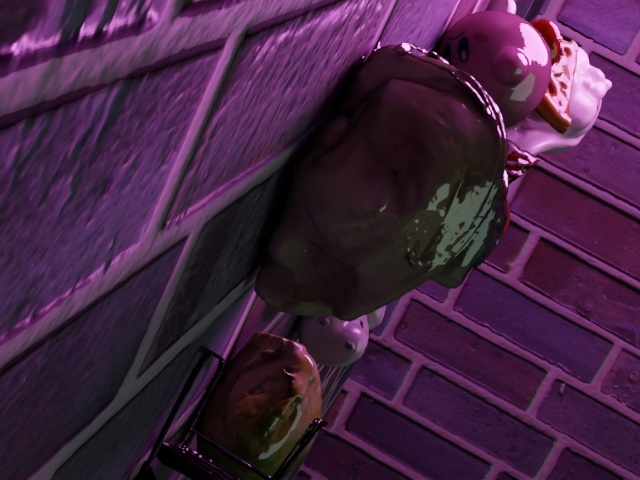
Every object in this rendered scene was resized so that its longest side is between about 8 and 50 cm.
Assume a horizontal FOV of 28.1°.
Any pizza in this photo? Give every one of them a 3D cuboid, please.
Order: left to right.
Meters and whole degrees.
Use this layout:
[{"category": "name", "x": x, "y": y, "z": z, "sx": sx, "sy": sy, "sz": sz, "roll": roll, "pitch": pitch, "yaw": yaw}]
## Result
[{"category": "pizza", "x": 0.348, "y": -0.253, "z": 1.903, "sx": 0.176, "sy": 0.185, "sz": 0.036, "roll": -22, "pitch": 176, "yaw": -40}]

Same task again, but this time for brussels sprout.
[{"category": "brussels sprout", "x": -0.070, "y": 0.202, "z": 1.484, "sx": 0.183, "sy": 0.131, "sz": 0.145, "roll": -58, "pitch": 151, "yaw": -21}]

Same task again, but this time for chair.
[{"category": "chair", "x": -0.110, "y": 0.241, "z": 1.292, "sx": 0.221, "sy": 0.140, "sz": 0.145, "roll": -59, "pitch": 172, "yaw": -7}]

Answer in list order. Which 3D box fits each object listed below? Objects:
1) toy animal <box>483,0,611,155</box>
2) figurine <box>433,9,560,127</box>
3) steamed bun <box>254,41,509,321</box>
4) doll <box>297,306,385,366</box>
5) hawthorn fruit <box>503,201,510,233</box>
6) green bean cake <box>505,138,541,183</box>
[{"category": "toy animal", "x": 0.319, "y": -0.229, "z": 2.011, "sx": 0.174, "sy": 0.289, "sz": 0.249, "roll": -21, "pitch": -140, "yaw": 49}, {"category": "figurine", "x": 0.233, "y": -0.235, "z": 1.774, "sx": 0.173, "sy": 0.173, "sz": 0.173, "roll": -60, "pitch": 173, "yaw": -12}, {"category": "steamed bun", "x": 0.085, "y": -0.038, "z": 1.305, "sx": 0.268, "sy": 0.207, "sz": 0.280, "roll": -56, "pitch": 173, "yaw": -41}, {"category": "doll", "x": 0.037, "y": 0.113, "z": 1.944, "sx": 0.107, "sy": 0.110, "sz": 0.181, "roll": -40, "pitch": -173, "yaw": 45}, {"category": "hawthorn fruit", "x": 0.201, "y": -0.057, "z": 2.129, "sx": 0.211, "sy": 0.211, "sz": 0.299, "roll": -62, "pitch": 164, "yaw": 5}, {"category": "green bean cake", "x": 0.177, "y": -0.074, "z": 1.875, "sx": 0.233, "sy": 0.198, "sz": 0.097, "roll": -55, "pitch": 170, "yaw": -15}]
